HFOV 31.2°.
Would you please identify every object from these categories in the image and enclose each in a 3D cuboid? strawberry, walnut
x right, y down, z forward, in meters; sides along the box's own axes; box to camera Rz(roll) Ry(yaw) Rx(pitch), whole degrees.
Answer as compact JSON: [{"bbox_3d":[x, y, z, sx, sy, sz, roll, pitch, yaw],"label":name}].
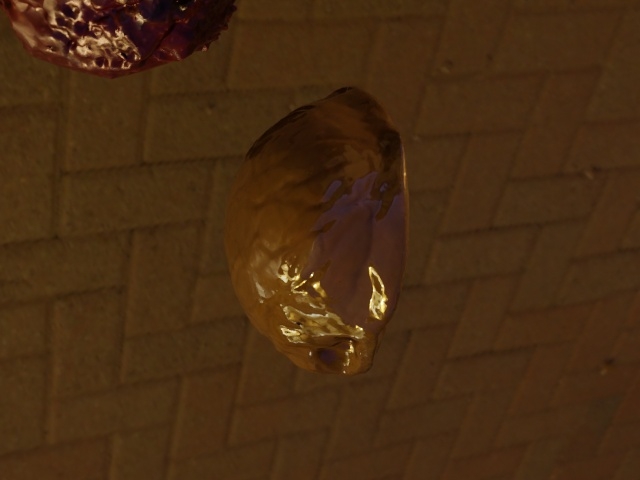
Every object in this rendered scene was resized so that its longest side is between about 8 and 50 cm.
[{"bbox_3d":[-0.190,-0.288,1.110,0.274,0.220,0.274,-1,91,-26],"label":"strawberry"},{"bbox_3d":[-0.014,-0.005,0.700,0.087,0.167,0.211,-4,152,-14],"label":"walnut"}]
